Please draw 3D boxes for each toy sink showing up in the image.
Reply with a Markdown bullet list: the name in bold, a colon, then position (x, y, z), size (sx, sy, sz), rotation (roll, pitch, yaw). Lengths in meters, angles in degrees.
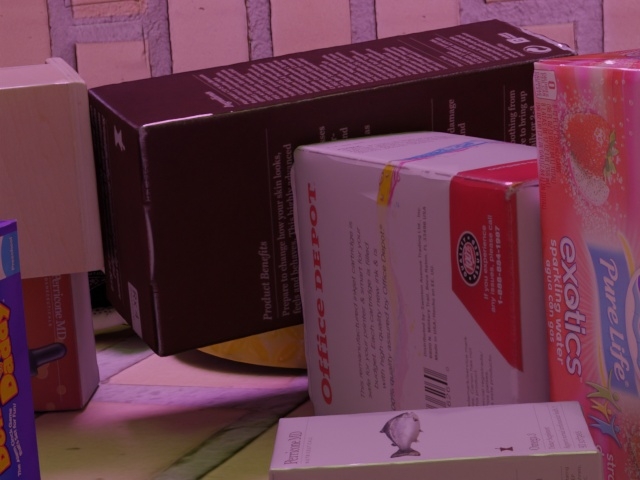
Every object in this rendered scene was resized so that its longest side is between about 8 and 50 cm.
- **toy sink**: position (-0.262, -0.064, 1.490), size (0.131, 0.152, 0.234), rotation (-6, 13, -12)

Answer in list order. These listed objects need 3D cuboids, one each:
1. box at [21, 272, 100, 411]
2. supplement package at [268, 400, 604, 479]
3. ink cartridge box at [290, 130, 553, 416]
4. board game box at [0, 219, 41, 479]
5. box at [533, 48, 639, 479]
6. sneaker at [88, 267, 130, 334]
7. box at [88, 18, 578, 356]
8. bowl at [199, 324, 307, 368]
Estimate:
- **box**: position (-0.282, 0.075, 1.523), size (0.171, 0.130, 0.091), rotation (-4, 10, 3)
- **supplement package**: position (0.065, 0.157, 1.013), size (0.179, 0.105, 0.105), rotation (-4, 11, 2)
- **ink cartridge box**: position (0.106, 0.046, 1.273), size (0.131, 0.226, 0.306), rotation (-9, 12, -24)
- **board game box**: position (-0.341, 0.109, 1.078), size (0.347, 0.233, 0.078), rotation (-1, 11, 19)
- **box**: position (0.231, 0.034, 1.079), size (0.154, 0.299, 0.142), rotation (-8, 11, -25)
- **sneaker**: position (-0.331, 0.034, 1.740), size (0.385, 0.145, 0.147), rotation (-8, 16, 1)
- **box**: position (0.015, -0.050, 1.468), size (0.381, 0.191, 0.143), rotation (-12, 23, -24)
- **bowl**: position (0.000, 0.000, 1.674), size (0.290, 0.156, 0.289), rotation (1, 15, 0)
